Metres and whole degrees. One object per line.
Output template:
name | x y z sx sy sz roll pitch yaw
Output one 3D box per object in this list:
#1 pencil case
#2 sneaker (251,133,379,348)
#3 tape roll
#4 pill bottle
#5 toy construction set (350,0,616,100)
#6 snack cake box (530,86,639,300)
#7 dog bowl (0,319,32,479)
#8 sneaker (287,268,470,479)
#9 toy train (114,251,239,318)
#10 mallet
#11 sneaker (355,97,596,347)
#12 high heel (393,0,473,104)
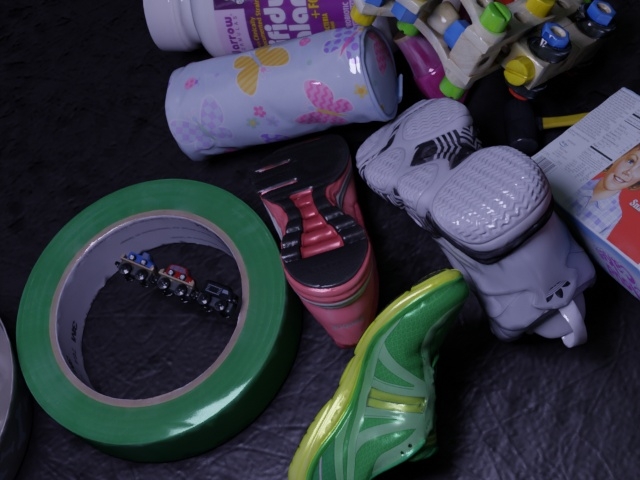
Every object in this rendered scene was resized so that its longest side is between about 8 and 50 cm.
pencil case | -0.045 -0.168 1.468 0.273 0.124 0.113 -11 51 23
sneaker | -0.001 0.000 1.407 0.116 0.136 0.314 -15 37 4
tape roll | -0.184 0.088 1.432 0.321 0.077 0.321 -6 63 13
pill bottle | -0.055 -0.300 1.534 0.301 0.169 0.169 -2 64 16
toy construction set | 0.210 -0.272 1.418 0.327 0.151 0.215 -36 71 -29
snack cake box | 0.329 -0.042 1.268 0.152 0.089 0.264 -37 30 0
dog bowl | -0.491 0.207 1.447 0.348 0.102 0.349 -7 62 13
sneaker | 0.080 0.159 1.279 0.123 0.109 0.295 32 106 13
toy train | -0.158 0.044 1.386 0.158 0.027 0.036 19 67 23
mallet | 0.301 -0.130 1.426 0.189 0.039 0.062 0 63 12
sneaker | 0.166 -0.017 1.355 0.137 0.210 0.366 -35 26 -3
high heel | 0.190 -0.262 1.521 0.082 0.117 0.244 -11 32 50
